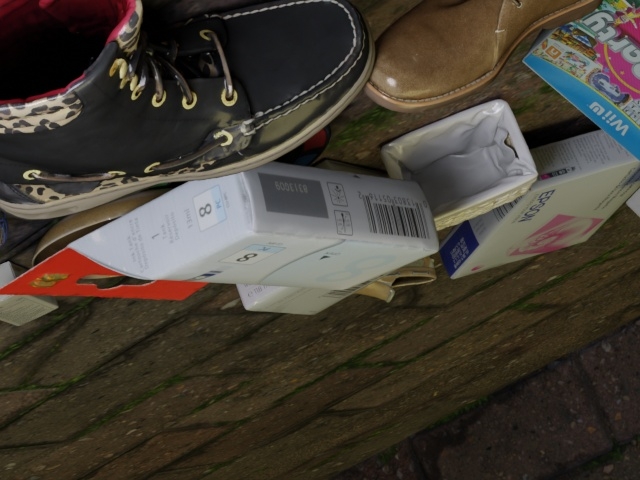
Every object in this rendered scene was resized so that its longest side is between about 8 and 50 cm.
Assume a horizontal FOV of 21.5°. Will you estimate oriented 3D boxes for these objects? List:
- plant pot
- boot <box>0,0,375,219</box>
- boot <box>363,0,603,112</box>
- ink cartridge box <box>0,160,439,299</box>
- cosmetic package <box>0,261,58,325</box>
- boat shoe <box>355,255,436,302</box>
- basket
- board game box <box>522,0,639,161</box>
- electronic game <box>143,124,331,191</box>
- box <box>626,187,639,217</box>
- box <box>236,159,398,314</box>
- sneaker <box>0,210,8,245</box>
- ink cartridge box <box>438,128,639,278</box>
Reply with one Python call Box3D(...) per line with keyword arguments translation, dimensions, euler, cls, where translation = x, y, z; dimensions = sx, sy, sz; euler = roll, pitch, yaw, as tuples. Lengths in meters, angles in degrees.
Box3D(translation=(-0.199, -0.010, 1.830), dimensions=(0.236, 0.032, 0.236), euler=(-14, 165, -4), cls="plant pot")
Box3D(translation=(-0.142, -0.146, 1.409), dimensions=(0.377, 0.138, 0.284), euler=(-17, 164, 1), cls="boot")
Box3D(translation=(0.157, -0.227, 1.566), dimensions=(0.305, 0.112, 0.115), euler=(-34, 157, -25), cls="boot")
Box3D(translation=(-0.114, 0.030, 1.818), dimensions=(0.385, 0.091, 0.308), euler=(-26, 161, 35), cls="ink cartridge box")
Box3D(translation=(-0.355, 0.063, 1.951), dimensions=(0.060, 0.041, 0.115), euler=(-24, 164, 7), cls="cosmetic package")
Box3D(translation=(0.086, 0.057, 2.477), dimensions=(0.190, 0.072, 0.068), euler=(-17, 163, -20), cls="boat shoe")
Box3D(translation=(0.169, -0.084, 2.060), dimensions=(0.167, 0.113, 0.103), euler=(-22, 166, 0), cls="basket")
Box3D(translation=(0.387, -0.216, 1.716), dimensions=(0.303, 0.224, 0.097), euler=(-43, -170, 51), cls="board game box")
Box3D(translation=(-0.096, -0.082, 1.822), dimensions=(0.229, 0.048, 0.229), euler=(-20, 164, -6), cls="electronic game")
Box3D(translation=(0.578, -0.093, 2.319), dimensions=(0.290, 0.169, 0.087), euler=(-38, 170, -28), cls="box")
Box3D(translation=(0.000, 0.000, 2.088), dimensions=(0.181, 0.119, 0.182), euler=(-30, 162, 24), cls="box")
Box3D(translation=(-0.354, -0.018, 1.607), dimensions=(0.083, 0.087, 0.221), euler=(-24, 164, 6), cls="sneaker")
Box3D(translation=(0.364, -0.067, 2.377), dimensions=(0.330, 0.071, 0.324), euler=(-15, 162, -20), cls="ink cartridge box")
